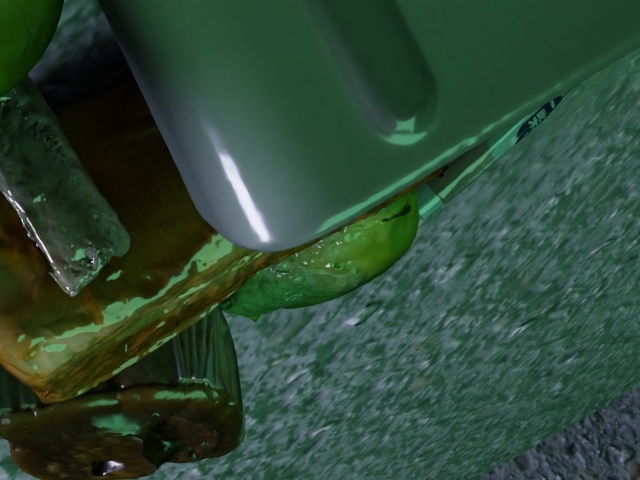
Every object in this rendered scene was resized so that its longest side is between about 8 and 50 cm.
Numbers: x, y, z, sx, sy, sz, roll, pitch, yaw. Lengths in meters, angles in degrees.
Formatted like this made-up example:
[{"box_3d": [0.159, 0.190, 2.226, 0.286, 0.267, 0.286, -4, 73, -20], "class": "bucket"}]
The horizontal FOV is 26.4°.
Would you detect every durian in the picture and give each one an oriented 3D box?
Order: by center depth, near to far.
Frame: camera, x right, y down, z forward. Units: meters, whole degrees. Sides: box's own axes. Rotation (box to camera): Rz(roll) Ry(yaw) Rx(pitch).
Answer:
[{"box_3d": [0.000, 0.000, 1.072, 0.250, 0.101, 0.139, -24, -166, 45], "class": "durian"}]

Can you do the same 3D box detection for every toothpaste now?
[{"box_3d": [0.163, -0.095, 1.251, 0.205, 0.036, 0.056, -39, 159, 2], "class": "toothpaste"}]

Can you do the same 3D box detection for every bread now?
[{"box_3d": [-0.084, -0.038, 0.866, 0.344, 0.149, 0.195, -31, 169, -10], "class": "bread"}, {"box_3d": [-0.159, 0.124, 1.088, 0.192, 0.110, 0.210, -9, 155, -5], "class": "bread"}]

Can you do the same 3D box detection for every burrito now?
[{"box_3d": [-0.161, -0.052, 0.733, 0.051, 0.171, 0.042, -35, -171, -19], "class": "burrito"}]

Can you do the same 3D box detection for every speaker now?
[{"box_3d": [0.081, -0.178, 0.685, 0.406, 0.184, 0.183, -31, -162, -8], "class": "speaker"}]

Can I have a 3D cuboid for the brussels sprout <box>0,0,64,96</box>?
[{"box_3d": [-0.175, -0.123, 0.585, 0.155, 0.117, 0.155, -28, 130, -40], "class": "brussels sprout"}]
